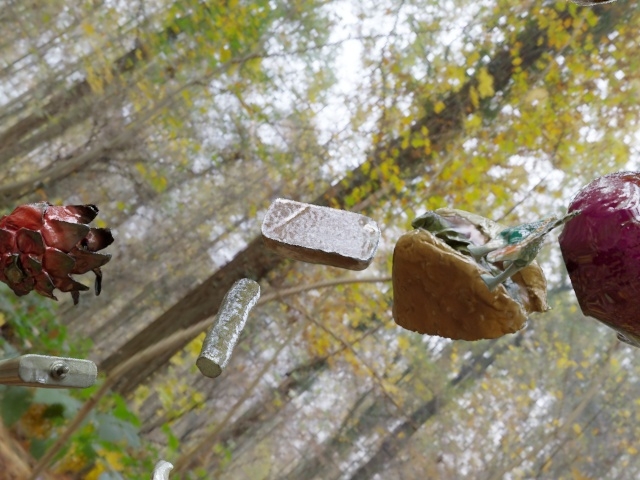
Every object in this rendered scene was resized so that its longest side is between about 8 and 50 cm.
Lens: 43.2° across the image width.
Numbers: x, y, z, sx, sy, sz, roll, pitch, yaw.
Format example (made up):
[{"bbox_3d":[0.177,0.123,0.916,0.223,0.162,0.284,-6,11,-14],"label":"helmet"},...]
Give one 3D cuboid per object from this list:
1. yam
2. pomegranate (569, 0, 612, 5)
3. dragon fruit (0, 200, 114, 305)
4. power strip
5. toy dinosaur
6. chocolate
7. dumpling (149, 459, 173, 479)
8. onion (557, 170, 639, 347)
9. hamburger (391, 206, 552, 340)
[{"bbox_3d":[-0.158,0.147,1.392,0.061,0.061,0.274,57,20,-17],"label":"yam"},{"bbox_3d":[0.410,-0.483,1.165,0.281,0.281,0.281,42,-22,22],"label":"pomegranate"},{"bbox_3d":[-0.338,0.011,1.007,0.130,0.142,0.121,-18,-114,52],"label":"dragon fruit"},{"bbox_3d":[-0.355,0.170,1.038,0.092,0.034,0.268,12,-15,-27],"label":"power strip"},{"bbox_3d":[0.190,-0.001,0.735,0.044,0.106,0.187,61,3,13],"label":"toy dinosaur"},{"bbox_3d":[-0.001,0.002,1.741,0.254,0.157,0.080,11,-52,6],"label":"chocolate"},{"bbox_3d":[-0.198,0.373,1.032,0.252,0.131,0.179,102,-24,-75],"label":"dumpling"},{"bbox_3d":[0.720,0.013,1.637,0.420,0.398,0.398,-25,-74,36],"label":"onion"},{"bbox_3d":[0.224,0.047,1.412,0.330,0.162,0.209,-3,-75,60],"label":"hamburger"}]
